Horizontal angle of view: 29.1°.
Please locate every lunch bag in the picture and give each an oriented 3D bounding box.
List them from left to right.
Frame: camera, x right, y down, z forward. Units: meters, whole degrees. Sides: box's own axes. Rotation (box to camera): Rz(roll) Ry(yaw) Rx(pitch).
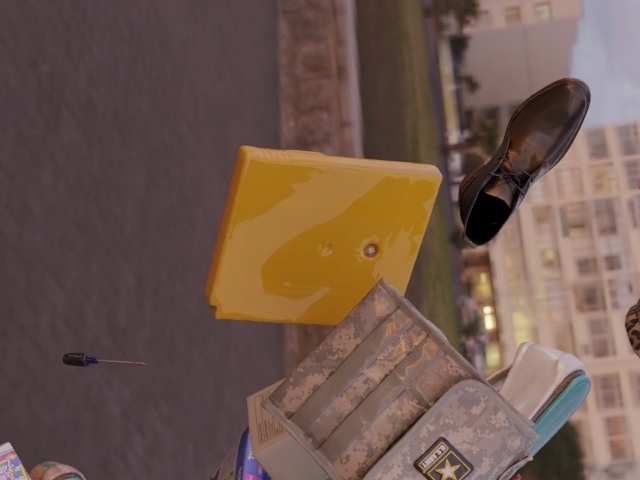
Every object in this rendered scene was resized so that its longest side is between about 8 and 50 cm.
[{"bbox_3d":[0.109,0.236,1.585,0.287,0.235,0.169,45,2,18],"label":"lunch bag"}]

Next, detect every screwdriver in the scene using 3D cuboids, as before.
[{"bbox_3d":[-0.339,0.189,1.947,0.025,0.169,0.024,-42,124,-56],"label":"screwdriver"}]

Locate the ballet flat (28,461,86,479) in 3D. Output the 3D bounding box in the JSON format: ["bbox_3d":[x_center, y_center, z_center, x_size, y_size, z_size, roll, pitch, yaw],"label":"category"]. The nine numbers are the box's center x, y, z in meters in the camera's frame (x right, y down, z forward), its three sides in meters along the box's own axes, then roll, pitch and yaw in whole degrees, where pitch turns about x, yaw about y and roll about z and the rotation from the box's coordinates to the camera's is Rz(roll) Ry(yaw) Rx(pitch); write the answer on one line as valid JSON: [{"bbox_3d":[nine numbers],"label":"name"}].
[{"bbox_3d":[-0.379,0.465,1.807,0.107,0.106,0.316,-11,108,-40],"label":"ballet flat"}]

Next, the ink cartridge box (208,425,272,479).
[{"bbox_3d":[-0.169,0.497,2.445,0.311,0.065,0.186,-53,-160,34],"label":"ink cartridge box"}]

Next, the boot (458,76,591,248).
[{"bbox_3d":[0.232,-0.082,1.400,0.219,0.082,0.106,-53,-169,34],"label":"boot"}]

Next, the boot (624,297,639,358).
[{"bbox_3d":[0.515,0.037,1.442,0.138,0.284,0.377,50,21,13],"label":"boot"}]

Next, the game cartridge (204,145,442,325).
[{"bbox_3d":[0.000,0.000,1.889,0.053,0.323,0.285,-120,-139,-55],"label":"game cartridge"}]

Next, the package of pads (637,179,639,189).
[{"bbox_3d":[0.315,-0.066,1.052,0.050,0.083,0.032,12,31,-42],"label":"package of pads"}]

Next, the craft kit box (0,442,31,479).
[{"bbox_3d":[-0.348,0.381,1.401,0.250,0.061,0.246,58,-36,7],"label":"craft kit box"}]

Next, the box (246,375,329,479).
[{"bbox_3d":[0.045,0.265,1.963,0.121,0.311,0.148,56,13,-32],"label":"box"}]

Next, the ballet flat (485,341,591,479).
[{"bbox_3d":[0.223,0.310,1.766,0.139,0.400,0.139,39,-4,3],"label":"ballet flat"}]

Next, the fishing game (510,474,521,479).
[{"bbox_3d":[0.289,0.488,1.794,0.041,0.189,0.264,9,45,-38],"label":"fishing game"}]
